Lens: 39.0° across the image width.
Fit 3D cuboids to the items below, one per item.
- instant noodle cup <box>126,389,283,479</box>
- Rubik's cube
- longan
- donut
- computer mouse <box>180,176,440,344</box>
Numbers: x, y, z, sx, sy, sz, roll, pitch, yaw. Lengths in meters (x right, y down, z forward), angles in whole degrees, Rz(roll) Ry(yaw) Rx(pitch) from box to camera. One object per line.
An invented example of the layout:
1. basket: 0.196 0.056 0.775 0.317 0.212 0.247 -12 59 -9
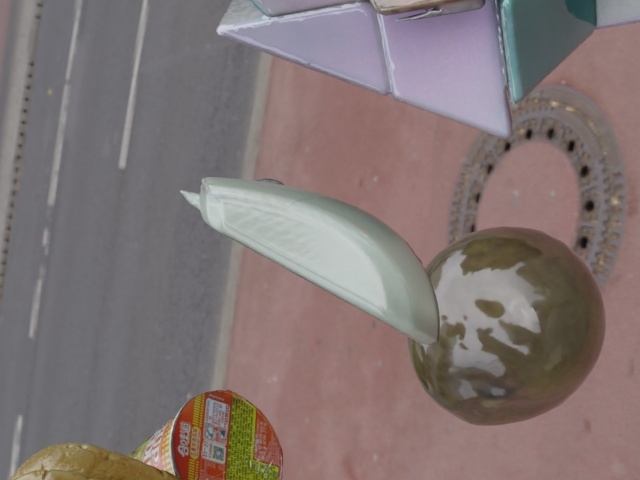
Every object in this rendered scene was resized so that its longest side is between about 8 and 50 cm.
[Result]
1. instant noodle cup: -0.190 0.336 1.291 0.212 0.193 0.193 -34 53 39
2. Rubik's cube: 0.086 -0.304 0.752 0.358 0.368 0.387 -81 -20 -59
3. longan: 0.158 0.075 0.788 0.187 0.167 0.167 -62 34 25
4. donut: -0.269 0.361 1.098 0.208 0.261 0.128 -56 13 21
5. computer mouse: 0.000 0.000 0.550 0.056 0.182 0.089 -61 -6 -7
